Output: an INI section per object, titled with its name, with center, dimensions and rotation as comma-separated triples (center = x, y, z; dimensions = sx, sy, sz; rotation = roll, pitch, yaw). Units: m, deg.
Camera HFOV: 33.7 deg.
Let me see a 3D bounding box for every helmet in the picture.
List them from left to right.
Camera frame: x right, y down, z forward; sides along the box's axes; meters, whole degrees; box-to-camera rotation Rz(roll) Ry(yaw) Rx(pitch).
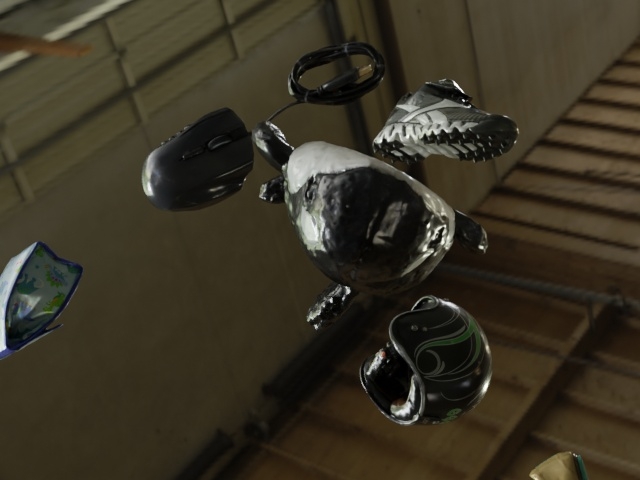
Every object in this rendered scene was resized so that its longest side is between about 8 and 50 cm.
[helmet]
center = 0.151, 0.162, 1.430
dimensions = 0.161, 0.169, 0.169
rotation = -19, -153, -35

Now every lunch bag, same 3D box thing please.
[lunch bag]
center = -0.398, 0.092, 1.426
dimensions = 0.129, 0.096, 0.151
rotation = -24, -144, 57

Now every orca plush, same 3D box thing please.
[orca plush]
center = 0.000, 0.000, 0.655
dimensions = 0.102, 0.151, 0.287
rotation = -63, -159, 1

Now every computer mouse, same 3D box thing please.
[computer mouse]
center = -0.055, -0.097, 0.889
dimensions = 0.242, 0.071, 0.041
rotation = -31, 166, 16

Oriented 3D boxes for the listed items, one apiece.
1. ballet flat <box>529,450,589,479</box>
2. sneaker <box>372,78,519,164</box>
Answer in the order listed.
[ballet flat]
center = 0.311, 0.367, 1.245
dimensions = 0.073, 0.080, 0.232
rotation = -21, -113, 10
[sneaker]
center = 0.157, -0.154, 1.296
dimensions = 0.234, 0.078, 0.106
rotation = 3, -111, 57
